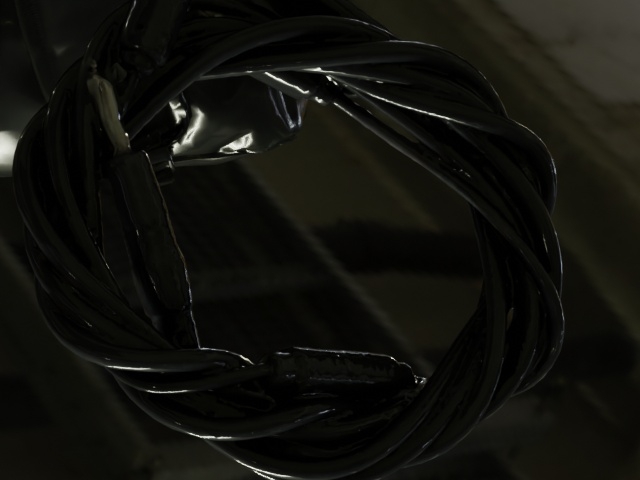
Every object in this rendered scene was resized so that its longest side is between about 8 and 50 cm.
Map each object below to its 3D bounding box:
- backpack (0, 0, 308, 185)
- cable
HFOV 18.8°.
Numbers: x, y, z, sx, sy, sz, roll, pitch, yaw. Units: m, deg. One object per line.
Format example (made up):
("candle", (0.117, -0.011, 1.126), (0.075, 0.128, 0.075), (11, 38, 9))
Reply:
("backpack", (-0.154, -0.224, 0.871), (0.290, 0.355, 0.273), (-6, -134, -4))
("cable", (0.000, 0.000, 0.589), (0.184, 0.047, 0.150), (36, -119, -19))
